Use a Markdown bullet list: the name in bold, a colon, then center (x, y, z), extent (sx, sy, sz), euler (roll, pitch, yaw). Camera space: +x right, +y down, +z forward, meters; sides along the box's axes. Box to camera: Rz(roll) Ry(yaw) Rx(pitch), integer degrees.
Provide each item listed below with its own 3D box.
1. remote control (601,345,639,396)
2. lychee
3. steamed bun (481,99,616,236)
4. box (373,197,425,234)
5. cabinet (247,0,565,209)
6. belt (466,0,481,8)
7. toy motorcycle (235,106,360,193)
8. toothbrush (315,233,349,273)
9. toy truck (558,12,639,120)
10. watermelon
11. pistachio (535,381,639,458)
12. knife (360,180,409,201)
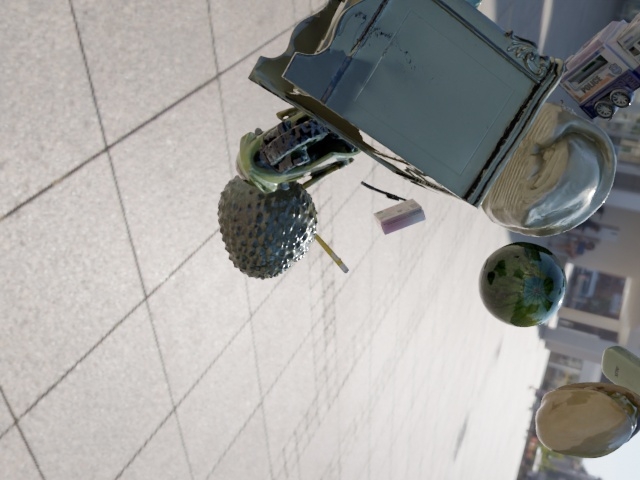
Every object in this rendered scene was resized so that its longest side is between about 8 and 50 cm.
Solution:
- **remote control**: center (0.678, 0.311, 1.284), extent (0.038, 0.309, 0.090), euler (-22, 127, -21)
- **lychee**: center (-0.132, -0.043, 1.587), extent (0.255, 0.255, 0.274), euler (53, 54, -64)
- **steamed bun**: center (0.575, -0.167, 1.652), extent (0.367, 0.255, 0.342), euler (-110, -141, -74)
- **box**: center (0.218, -0.066, 1.842), extent (0.089, 0.125, 0.043), euler (-115, -175, -69)
- **cabinet**: center (0.103, -0.241, 0.942), extent (0.227, 0.318, 0.290), euler (-58, -160, 5)
- **belt**: center (0.285, -0.521, 1.383), extent (0.121, 0.079, 0.151), euler (-1, -114, 67)
- **toy motorcycle**: center (-0.022, -0.199, 1.387), extent (0.410, 0.237, 0.168), euler (-25, 95, -58)
- **toothbrush**: center (0.000, 0.000, 2.000), extent (0.021, 0.288, 0.024), euler (-29, 144, -17)
- **toy truck**: center (0.634, -0.379, 1.378), extent (0.124, 0.155, 0.268), euler (-47, 180, -24)
- **watermelon**: center (0.438, 0.096, 1.462), extent (0.215, 0.188, 0.188), euler (-140, -117, -85)
- **pistachio**: center (0.498, 0.337, 1.244), extent (0.215, 0.144, 0.144), euler (-33, -157, 52)
- **knife**: center (0.231, -0.155, 2.270), extent (0.045, 0.222, 0.021), euler (168, -58, -73)
